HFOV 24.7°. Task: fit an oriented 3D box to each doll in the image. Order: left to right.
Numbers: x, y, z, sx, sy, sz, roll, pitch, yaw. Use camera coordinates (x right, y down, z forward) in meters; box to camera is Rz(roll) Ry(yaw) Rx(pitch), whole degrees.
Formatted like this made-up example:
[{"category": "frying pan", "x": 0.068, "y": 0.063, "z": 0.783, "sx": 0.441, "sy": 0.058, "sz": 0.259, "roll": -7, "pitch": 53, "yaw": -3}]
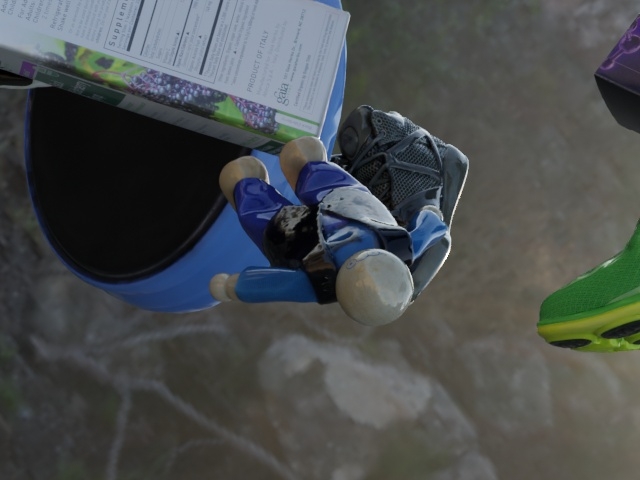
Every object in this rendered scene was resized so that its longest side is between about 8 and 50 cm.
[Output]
[{"category": "doll", "x": 0.000, "y": 0.000, "z": 0.768, "sx": 0.189, "sy": 0.129, "sz": 0.046, "roll": -134, "pitch": -154, "yaw": -61}]

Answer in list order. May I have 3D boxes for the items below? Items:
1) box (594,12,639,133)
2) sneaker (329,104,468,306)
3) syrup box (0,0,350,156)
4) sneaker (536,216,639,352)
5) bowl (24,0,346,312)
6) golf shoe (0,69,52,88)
[{"category": "box", "x": 0.408, "y": -0.192, "z": 1.495, "sx": 0.153, "sy": 0.207, "sz": 0.108, "roll": 32, "pitch": -9, "yaw": 36}, {"category": "sneaker", "x": 0.055, "y": -0.033, "z": 1.303, "sx": 0.130, "sy": 0.087, "sz": 0.227, "roll": 35, "pitch": 42, "yaw": -16}, {"category": "syrup box", "x": -0.111, "y": -0.134, "z": 0.953, "sx": 0.237, "sy": 0.096, "sz": 0.093, "roll": 16, "pitch": -6, "yaw": -13}, {"category": "sneaker", "x": 0.272, "y": -0.021, "z": 1.010, "sx": 0.109, "sy": 0.295, "sz": 0.123, "roll": 22, "pitch": 36, "yaw": -54}, {"category": "bowl", "x": -0.141, "y": -0.130, "z": 1.342, "sx": 0.077, "sy": 0.391, "sz": 0.391, "roll": 11, "pitch": 36, "yaw": -44}, {"category": "golf shoe", "x": -0.181, "y": -0.133, "z": 1.028, "sx": 0.086, "sy": 0.186, "sz": 0.067, "roll": -109, "pitch": -165, "yaw": -57}]
